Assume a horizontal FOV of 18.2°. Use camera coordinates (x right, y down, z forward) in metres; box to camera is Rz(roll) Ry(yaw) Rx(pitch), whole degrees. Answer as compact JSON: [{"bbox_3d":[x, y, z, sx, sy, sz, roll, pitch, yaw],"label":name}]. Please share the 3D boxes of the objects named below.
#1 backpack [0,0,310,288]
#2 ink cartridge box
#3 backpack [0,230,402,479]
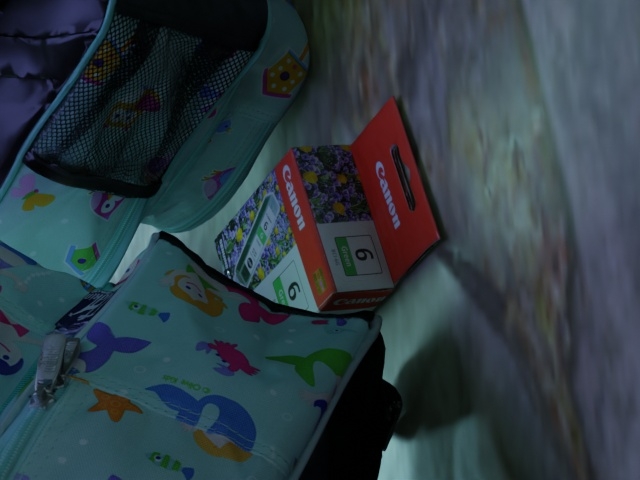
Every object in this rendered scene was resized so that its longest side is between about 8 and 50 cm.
[{"bbox_3d":[-0.107,-0.069,0.805,0.188,0.144,0.166,-50,50,21],"label":"backpack"},{"bbox_3d":[0.000,0.000,0.754,0.115,0.029,0.063,-48,53,52],"label":"ink cartridge box"},{"bbox_3d":[-0.085,0.134,0.663,0.253,0.191,0.225,-76,5,-59],"label":"backpack"}]
